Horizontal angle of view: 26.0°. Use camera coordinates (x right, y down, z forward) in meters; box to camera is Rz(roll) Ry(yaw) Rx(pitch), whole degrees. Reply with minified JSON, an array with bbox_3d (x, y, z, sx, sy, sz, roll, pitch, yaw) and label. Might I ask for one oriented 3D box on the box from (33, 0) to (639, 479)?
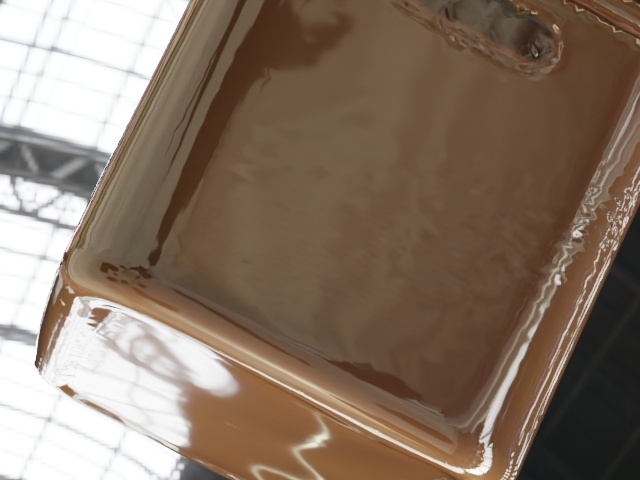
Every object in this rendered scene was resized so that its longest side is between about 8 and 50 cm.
[{"bbox_3d":[0.000,0.000,0.736,0.229,0.239,0.339,-65,-173,-18],"label":"box"}]
